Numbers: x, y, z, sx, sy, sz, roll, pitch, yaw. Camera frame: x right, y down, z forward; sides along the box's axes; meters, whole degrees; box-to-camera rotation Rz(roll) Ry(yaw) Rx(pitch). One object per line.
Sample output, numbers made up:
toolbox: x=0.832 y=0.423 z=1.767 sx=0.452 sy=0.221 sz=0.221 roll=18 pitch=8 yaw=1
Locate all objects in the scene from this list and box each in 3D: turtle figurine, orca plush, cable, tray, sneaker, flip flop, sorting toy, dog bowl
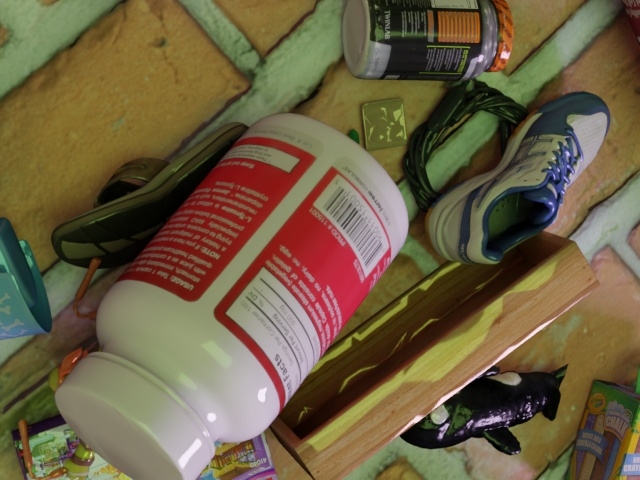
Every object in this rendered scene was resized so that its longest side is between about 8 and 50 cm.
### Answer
turtle figurine: x=-0.222 y=0.169 z=1.681 sx=0.217 sy=0.087 sz=0.270 roll=15 pitch=89 yaw=-15
orca plush: x=0.220 y=0.236 z=1.834 sx=0.287 sy=0.102 sz=0.151 roll=5 pitch=141 yaw=-48
cable: x=0.188 y=-0.107 z=1.844 sx=0.150 sy=0.047 sz=0.184 roll=36 pitch=85 yaw=-23
tray: x=0.125 y=0.131 z=1.773 sx=0.411 sy=0.203 sz=0.076 roll=-36 pitch=107 yaw=-8
sneaker: x=0.272 y=-0.067 z=1.792 sx=0.296 sy=0.131 sz=0.112 roll=-43 pitch=118 yaw=-13
flip flop: x=-0.199 y=-0.062 z=1.710 sx=0.277 sy=0.112 sz=0.080 roll=-36 pitch=62 yaw=-15
sorting toy: x=0.067 y=-0.144 z=1.814 sx=0.083 sy=0.012 sz=0.062 roll=-10 pitch=106 yaw=-18
dog bowl: x=-0.393 y=-0.019 z=1.624 sx=0.074 sy=0.166 sz=0.297 roll=-22 pitch=104 yaw=-1

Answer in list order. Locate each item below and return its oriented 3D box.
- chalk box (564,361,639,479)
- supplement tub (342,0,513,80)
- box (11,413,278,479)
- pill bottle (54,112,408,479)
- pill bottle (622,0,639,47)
chalk box: x=0.431 y=0.267 z=1.922 sx=0.132 sy=0.132 sz=0.213 roll=14 pitch=94 yaw=-19
supplement tub: x=0.131 y=-0.252 z=1.762 sx=0.190 sy=0.117 sz=0.117 roll=0 pitch=98 yaw=-17
box: x=-0.208 y=0.282 z=1.773 sx=0.293 sy=0.057 sz=0.201 roll=-18 pitch=101 yaw=-13
pill bottle: x=-0.097 y=0.070 z=1.592 sx=0.229 sy=0.229 sz=0.408 roll=48 pitch=61 yaw=-17
pill bottle: x=0.516 y=-0.263 z=1.820 sx=0.224 sy=0.224 sz=0.392 roll=-28 pitch=105 yaw=-11
